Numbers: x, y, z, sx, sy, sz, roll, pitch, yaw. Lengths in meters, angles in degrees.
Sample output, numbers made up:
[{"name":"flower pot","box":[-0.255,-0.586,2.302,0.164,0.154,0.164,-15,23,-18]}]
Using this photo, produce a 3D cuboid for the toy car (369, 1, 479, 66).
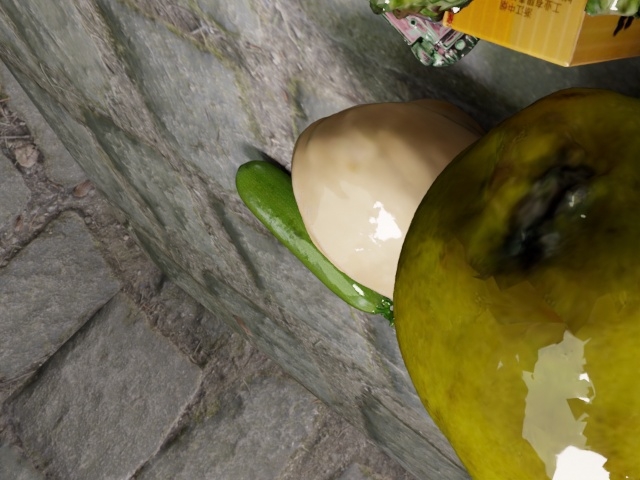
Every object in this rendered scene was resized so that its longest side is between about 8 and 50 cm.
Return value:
[{"name":"toy car","box":[0.083,-0.219,0.758,0.142,0.069,0.055,46,-157,-6]}]

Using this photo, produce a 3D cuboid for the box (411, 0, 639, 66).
[{"name":"box","box":[0.117,-0.187,0.586,0.237,0.152,0.070,29,123,38]}]

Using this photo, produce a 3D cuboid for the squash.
[{"name":"squash","box":[0.000,0.000,1.426,0.378,0.101,0.101,46,164,8]}]

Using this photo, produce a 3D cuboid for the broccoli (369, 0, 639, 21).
[{"name":"broccoli","box":[0.083,-0.238,0.403,0.288,0.260,0.235,43,150,-1]}]

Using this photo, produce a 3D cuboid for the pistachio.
[{"name":"pistachio","box":[0.113,-0.029,0.893,0.318,0.214,0.193,36,165,-17]}]

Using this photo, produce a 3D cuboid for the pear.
[{"name":"pear","box":[0.225,0.069,0.664,0.352,0.352,0.413,33,158,33]}]
